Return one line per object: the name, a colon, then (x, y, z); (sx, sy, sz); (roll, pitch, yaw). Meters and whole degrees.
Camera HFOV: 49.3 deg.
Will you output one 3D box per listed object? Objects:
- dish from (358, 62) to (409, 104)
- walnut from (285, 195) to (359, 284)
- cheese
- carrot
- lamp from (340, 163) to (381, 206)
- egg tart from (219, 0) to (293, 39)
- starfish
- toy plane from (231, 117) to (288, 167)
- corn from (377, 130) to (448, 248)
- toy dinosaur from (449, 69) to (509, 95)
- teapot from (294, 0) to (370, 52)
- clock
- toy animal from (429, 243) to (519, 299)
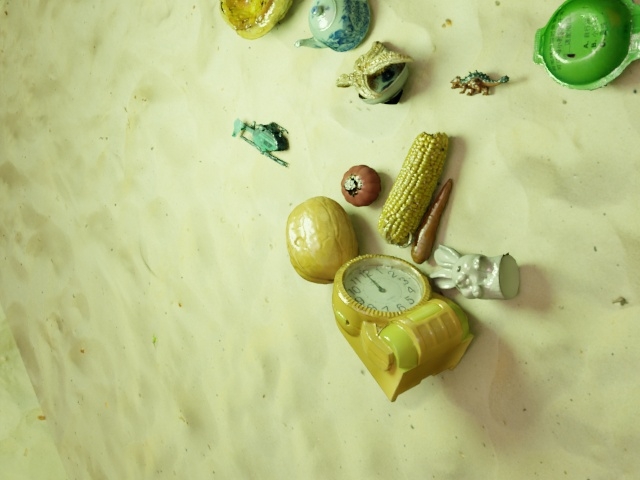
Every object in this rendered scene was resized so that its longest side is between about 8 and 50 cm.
dish: (0.170, -0.365, 1.697); (0.141, 0.078, 0.141); (-33, 29, 21)
walnut: (0.000, 0.000, 1.771); (0.193, 0.193, 0.225); (-23, 77, 38)
cheese: (0.564, -0.395, 1.356); (0.320, 0.083, 0.204); (6, 92, 42)
carrot: (0.264, -0.046, 1.641); (0.048, 0.048, 0.216); (28, 103, 36)
lamp: (0.100, -0.136, 1.740); (0.107, 0.092, 0.107); (1, 91, 41)
egg tart: (-0.164, -0.702, 1.943); (0.290, 0.115, 0.290); (-1, 88, 42)
starfish: (0.120, -0.408, 1.673); (0.216, 0.071, 0.238); (-34, 35, 34)
toy plane: (-0.168, -0.295, 1.991); (0.235, 0.060, 0.096); (35, 125, 30)
corn: (0.217, -0.122, 1.639); (0.106, 0.106, 0.293); (31, 110, 35)
toy dinosaur: (0.352, -0.351, 1.557); (0.154, 0.049, 0.055); (6, 91, 45)
teapot: (0.033, -0.567, 1.758); (0.232, 0.159, 0.159); (-49, 62, 29)
clock: (0.161, 0.175, 1.602); (0.317, 0.244, 0.200); (45, 139, 35)
toy animal: (0.314, 0.072, 1.548); (0.221, 0.131, 0.103); (4, 108, 42)
